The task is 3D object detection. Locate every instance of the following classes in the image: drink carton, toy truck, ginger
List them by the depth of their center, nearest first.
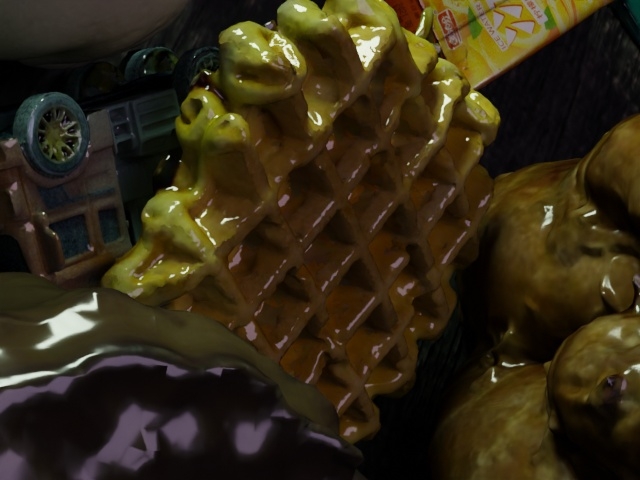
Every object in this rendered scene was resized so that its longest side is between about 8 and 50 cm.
[{"bbox_3d":[-0.098,-0.028,0.995,0.256,0.108,0.140,-24,107,-48],"label":"toy truck"},{"bbox_3d":[0.172,0.087,1.091,0.152,0.274,0.357,16,66,-22],"label":"ginger"},{"bbox_3d":[0.118,-0.170,1.265,0.223,0.071,0.096,-35,102,-43],"label":"drink carton"}]

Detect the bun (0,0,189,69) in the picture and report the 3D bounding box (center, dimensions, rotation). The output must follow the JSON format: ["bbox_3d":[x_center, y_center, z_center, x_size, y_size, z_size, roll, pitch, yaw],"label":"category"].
[{"bbox_3d":[-0.143,-0.151,0.963,0.173,0.173,0.120,-35,138,-44],"label":"bun"}]

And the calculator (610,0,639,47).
[{"bbox_3d":[0.363,-0.193,1.512,0.248,0.058,0.274,54,49,-15],"label":"calculator"}]

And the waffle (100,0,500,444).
[{"bbox_3d":[0.006,0.000,1.015,0.329,0.062,0.329,-31,131,-44],"label":"waffle"}]

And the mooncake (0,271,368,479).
[{"bbox_3d":[-0.123,0.173,0.788,0.324,0.187,0.324,-2,94,-30],"label":"mooncake"}]
